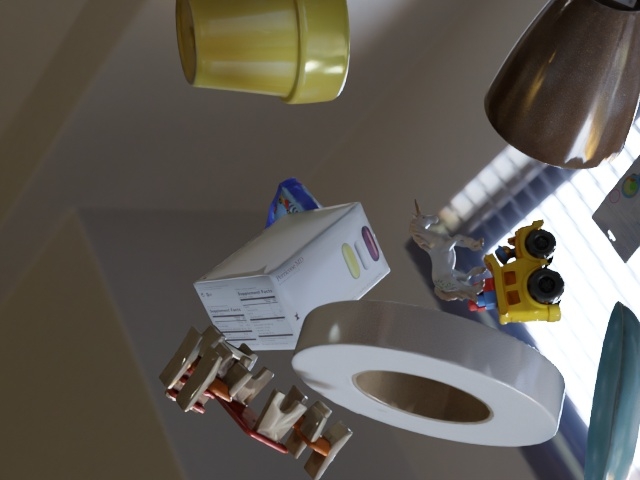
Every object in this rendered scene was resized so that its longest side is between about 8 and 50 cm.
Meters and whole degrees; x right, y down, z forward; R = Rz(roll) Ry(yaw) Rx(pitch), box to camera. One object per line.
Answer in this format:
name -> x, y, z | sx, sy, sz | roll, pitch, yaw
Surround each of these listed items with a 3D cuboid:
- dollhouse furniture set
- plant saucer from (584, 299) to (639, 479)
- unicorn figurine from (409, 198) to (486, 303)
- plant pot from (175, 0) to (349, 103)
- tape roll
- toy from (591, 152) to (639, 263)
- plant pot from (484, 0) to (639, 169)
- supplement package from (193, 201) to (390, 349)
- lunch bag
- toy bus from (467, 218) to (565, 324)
dollhouse furniture set -> -0.127, 0.241, 1.577 | 0.262, 0.135, 0.259 | 35, 180, -31
plant saucer -> 0.433, 0.247, 1.560 | 0.044, 0.317, 0.317 | 9, -147, 9
unicorn figurine -> 0.191, 0.019, 1.603 | 0.060, 0.111, 0.162 | -20, -72, -69
plant pot -> -0.104, -0.341, 1.731 | 0.239, 0.254, 0.254 | -9, -126, -17
tape roll -> 0.151, 0.197, 1.520 | 0.392, 0.392, 0.072 | 27, -114, -24
toy -> 0.621, -0.084, 1.992 | 0.056, 0.237, 0.137 | 7, -141, -29
plant pot -> 0.364, -0.255, 1.471 | 0.215, 0.230, 0.215 | 8, -133, -8
supplement package -> -0.047, 0.063, 1.861 | 0.262, 0.204, 0.145 | -40, -68, -40
lunch bag -> 0.000, 0.000, 2.143 | 0.138, 0.293, 0.221 | -34, -105, -15
toy bus -> 0.421, 0.078, 2.338 | 0.149, 0.211, 0.220 | 55, -152, -72
